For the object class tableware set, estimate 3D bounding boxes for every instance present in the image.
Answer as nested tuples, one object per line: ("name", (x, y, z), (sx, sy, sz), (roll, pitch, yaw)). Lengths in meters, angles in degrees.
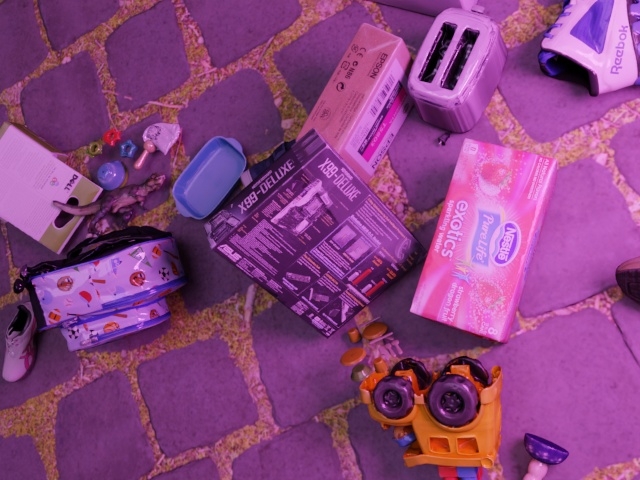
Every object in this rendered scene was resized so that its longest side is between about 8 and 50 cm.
("tableware set", (0.081, 0.188, 1.111), (0.104, 0.154, 0.024), (-25, 111, -2))

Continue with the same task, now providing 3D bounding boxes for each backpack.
("backpack", (-0.390, 0.084, 1.239), (0.263, 0.276, 0.213), (-24, 97, 5))

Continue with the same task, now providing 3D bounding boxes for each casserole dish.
("casserole dish", (-0.222, -0.126, 1.329), (0.114, 0.037, 0.188), (42, 95, 22))

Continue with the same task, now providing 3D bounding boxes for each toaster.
("toaster", (0.234, -0.292, 1.130), (0.129, 0.146, 0.227), (26, 90, 23))

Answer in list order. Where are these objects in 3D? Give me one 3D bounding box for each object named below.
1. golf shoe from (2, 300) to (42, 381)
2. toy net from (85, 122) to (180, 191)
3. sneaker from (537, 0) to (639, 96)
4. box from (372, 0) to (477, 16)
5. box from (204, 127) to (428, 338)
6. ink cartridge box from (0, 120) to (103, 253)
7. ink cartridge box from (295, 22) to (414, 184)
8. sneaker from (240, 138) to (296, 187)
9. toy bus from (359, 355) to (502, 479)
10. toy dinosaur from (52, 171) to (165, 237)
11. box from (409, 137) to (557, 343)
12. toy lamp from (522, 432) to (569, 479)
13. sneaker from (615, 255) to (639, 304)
("golf shoe", (-0.657, 0.218, 1.402), (0.068, 0.086, 0.186), (18, 88, 21))
("toy net", (-0.399, -0.202, 1.407), (0.232, 0.045, 0.122), (-25, 71, 13))
("sneaker", (0.438, -0.374, 1.080), (0.182, 0.127, 0.315), (-19, 76, 14))
("box", (0.146, -0.573, 1.203), (0.345, 0.168, 0.215), (22, 88, 22))
("box", (0.000, 0.000, 1.084), (0.242, 0.307, 0.076), (-42, 36, 9))
("ink cartridge box", (-0.634, -0.116, 1.456), (0.255, 0.097, 0.188), (35, 94, -5))
("ink cartridge box", (0.077, -0.231, 1.151), (0.088, 0.193, 0.234), (30, 92, 24))
("sneaker", (-0.041, -0.086, 1.227), (0.163, 0.086, 0.226), (-35, 69, 14))
("toy bus", (0.188, 0.305, 1.053), (0.220, 0.149, 0.211), (-5, 95, 22))
("toy dinosaur", (-0.443, -0.065, 1.377), (0.268, 0.064, 0.118), (-15, 63, 7))
("box", (0.273, 0.006, 1.063), (0.154, 0.142, 0.299), (18, 87, 22))
("toy lamp", (0.302, 0.443, 1.007), (0.080, 0.080, 0.274), (20, 87, 22))
("sneaker", (0.652, 0.008, 0.953), (0.411, 0.158, 0.182), (-9, 46, 20))
